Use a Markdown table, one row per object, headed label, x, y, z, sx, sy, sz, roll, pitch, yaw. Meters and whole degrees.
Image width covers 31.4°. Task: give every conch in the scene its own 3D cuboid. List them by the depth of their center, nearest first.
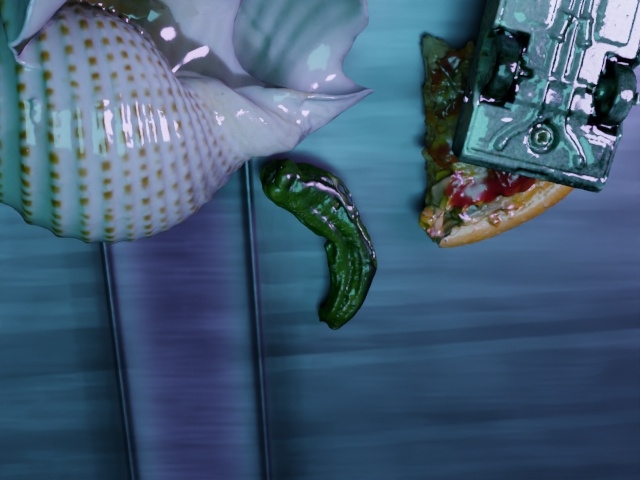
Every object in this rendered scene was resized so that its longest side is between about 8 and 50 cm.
| label | x | y | z | sx | sy | sz | roll | pitch | yaw |
| --- | --- | --- | --- | --- | --- | --- | --- | --- | --- |
| conch | -0.132 | -0.158 | 0.879 | 0.319 | 0.215 | 0.303 | -21 | 132 | -39 |

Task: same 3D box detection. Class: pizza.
| label | x | y | z | sx | sy | sz | roll | pitch | yaw |
| --- | --- | --- | --- | --- | --- | --- | --- | --- | --- |
| pizza | 0.146 | -0.096 | 1.010 | 0.188 | 0.062 | 0.199 | -34 | 110 | 6 |

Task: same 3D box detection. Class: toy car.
| label | x | y | z | sx | sy | sz | roll | pitch | yaw |
| --- | --- | --- | --- | --- | --- | --- | --- | --- | --- |
| toy car | 0.203 | -0.210 | 0.941 | 0.141 | 0.097 | 0.321 | 12 | 96 | -10 |

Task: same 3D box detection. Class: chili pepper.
| label | x | y | z | sx | sy | sz | roll | pitch | yaw |
| --- | --- | --- | --- | --- | --- | --- | --- | --- | --- |
| chili pepper | 0.006 | -0.001 | 1.042 | 0.073 | 0.050 | 0.182 | -24 | 115 | -3 |
